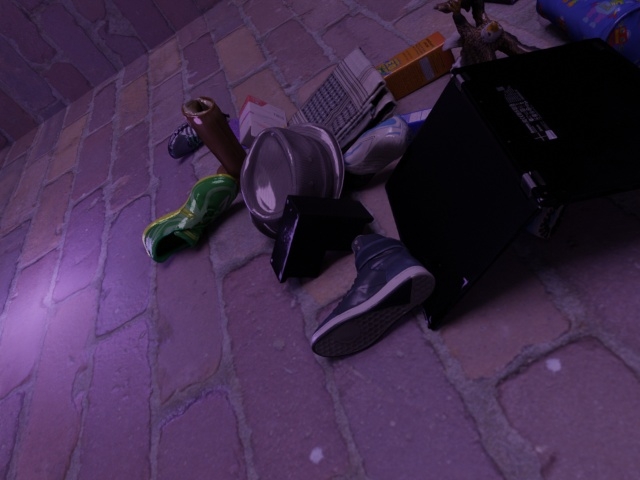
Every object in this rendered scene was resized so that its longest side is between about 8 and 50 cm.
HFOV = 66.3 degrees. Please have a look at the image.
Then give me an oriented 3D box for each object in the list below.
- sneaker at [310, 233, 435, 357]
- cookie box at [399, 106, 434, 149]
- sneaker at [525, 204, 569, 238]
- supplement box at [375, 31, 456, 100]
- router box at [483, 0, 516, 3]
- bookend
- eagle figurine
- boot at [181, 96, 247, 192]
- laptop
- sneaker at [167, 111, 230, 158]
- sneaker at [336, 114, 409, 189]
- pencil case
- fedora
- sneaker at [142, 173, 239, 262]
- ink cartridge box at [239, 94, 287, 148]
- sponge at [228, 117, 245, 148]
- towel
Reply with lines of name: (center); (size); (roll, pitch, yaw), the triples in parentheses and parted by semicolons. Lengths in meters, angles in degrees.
sneaker: (0.065, 0.085, 0.833); (0.226, 0.086, 0.163); (-35, 37, 5)
cookie box: (0.218, -0.225, 1.019); (0.107, 0.092, 0.040); (-6, 52, 30)
sneaker: (0.370, -0.080, 0.797); (0.162, 0.063, 0.073); (-49, 38, -15)
supplement box: (0.209, -0.417, 1.220); (0.233, 0.080, 0.078); (-29, 40, 14)
router box: (0.491, -0.701, 1.321); (0.133, 0.046, 0.179); (-40, 40, -5)
bookend: (0.000, 0.000, 0.954); (0.157, 0.156, 0.072); (2, 33, -25)
eagle figurine: (0.365, -0.390, 1.012); (0.225, 0.298, 0.226); (-33, -1, -42)
boot: (-0.248, -0.235, 1.215); (0.236, 0.269, 0.089); (21, 65, 45)
laptop: (0.327, -0.109, 0.809); (0.407, 0.236, 0.382); (-12, 44, 4)
sneaker: (-0.391, -0.346, 1.570); (0.098, 0.083, 0.224); (19, 63, 39)
sneaker: (0.096, -0.179, 1.031); (0.237, 0.085, 0.086); (-28, 35, 47)
pencil case: (0.554, -0.460, 0.987); (0.133, 0.119, 0.306); (-30, 41, 20)
fedora: (-0.079, -0.134, 1.010); (0.243, 0.124, 0.275); (-3, 79, 27)
sneaker: (-0.310, -0.046, 1.216); (0.295, 0.109, 0.123); (-39, 47, 10)
ink cartridge box: (-0.147, -0.283, 1.274); (0.067, 0.115, 0.198); (-53, 31, 33)
sponge: (-0.210, -0.322, 1.457); (0.210, 0.031, 0.117); (4, 55, 36)
towel: (0.023, -0.302, 1.189); (0.312, 0.056, 0.324); (-42, 37, 21)
